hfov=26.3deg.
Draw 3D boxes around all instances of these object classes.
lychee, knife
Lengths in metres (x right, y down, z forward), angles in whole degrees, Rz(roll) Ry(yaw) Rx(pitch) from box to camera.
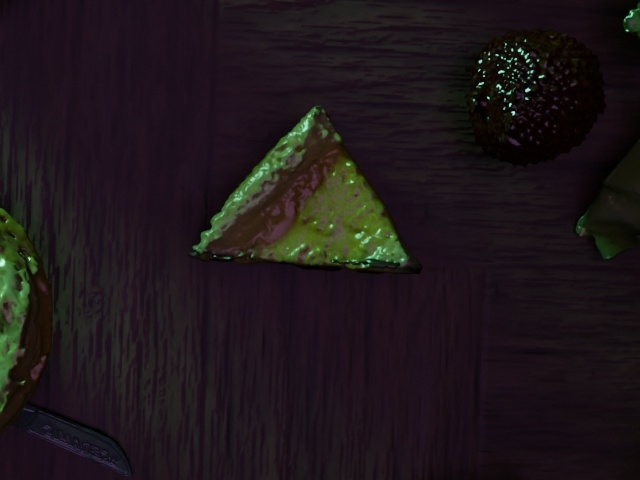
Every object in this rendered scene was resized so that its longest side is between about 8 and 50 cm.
[{"bbox_3d":[0.187,-0.128,1.185,0.129,0.123,0.123,-29,96,-11],"label":"lychee"},{"bbox_3d":[-0.256,0.154,1.190,0.210,0.015,0.028,24,86,-7],"label":"knife"}]

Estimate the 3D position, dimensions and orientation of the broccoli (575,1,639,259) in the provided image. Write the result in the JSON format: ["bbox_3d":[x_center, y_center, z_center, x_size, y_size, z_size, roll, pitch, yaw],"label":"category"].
[{"bbox_3d":[0.372,-0.133,1.176,0.302,0.186,0.254,-19,104,-13],"label":"broccoli"}]

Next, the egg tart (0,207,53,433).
[{"bbox_3d":[-0.361,0.065,1.113,0.288,0.118,0.288,0,88,-6],"label":"egg tart"}]

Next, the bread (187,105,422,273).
[{"bbox_3d":[0.000,0.000,1.155,0.160,0.140,0.169,44,90,4],"label":"bread"}]
